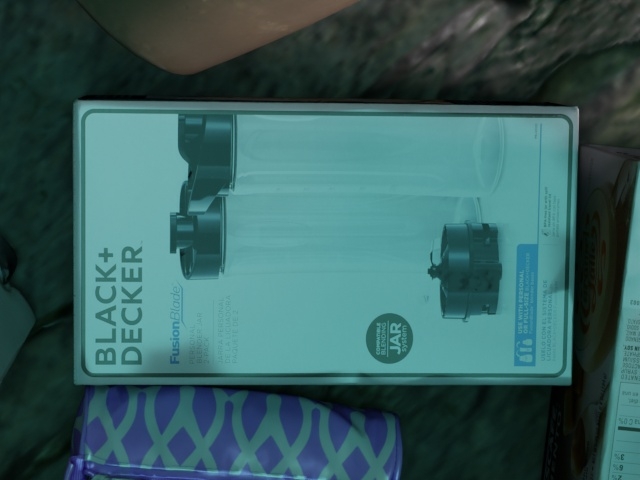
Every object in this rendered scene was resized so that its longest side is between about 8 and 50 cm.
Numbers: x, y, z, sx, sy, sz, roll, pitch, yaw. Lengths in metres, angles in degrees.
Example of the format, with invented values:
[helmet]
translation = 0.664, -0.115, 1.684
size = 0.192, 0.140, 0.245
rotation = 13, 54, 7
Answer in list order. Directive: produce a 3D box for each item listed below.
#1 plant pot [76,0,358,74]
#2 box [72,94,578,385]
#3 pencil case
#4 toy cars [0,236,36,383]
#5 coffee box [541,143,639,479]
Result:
[plant pot]
translation = -0.034, -0.216, 0.993
size = 0.229, 0.263, 0.263
rotation = -35, 98, 20
[box]
translation = 0.000, 0.000, 1.080
size = 0.290, 0.087, 0.169
rotation = 2, 96, -3
[pencil case]
translation = -0.052, 0.132, 1.092
size = 0.206, 0.088, 0.086
rotation = 3, 98, -5
[toy cars]
translation = -0.298, -0.022, 0.968
size = 0.087, 0.394, 0.176
rotation = -18, 66, 23
[coffee box]
translation = 0.197, 0.074, 1.074
size = 0.098, 0.141, 0.246
rotation = 6, 97, -4
